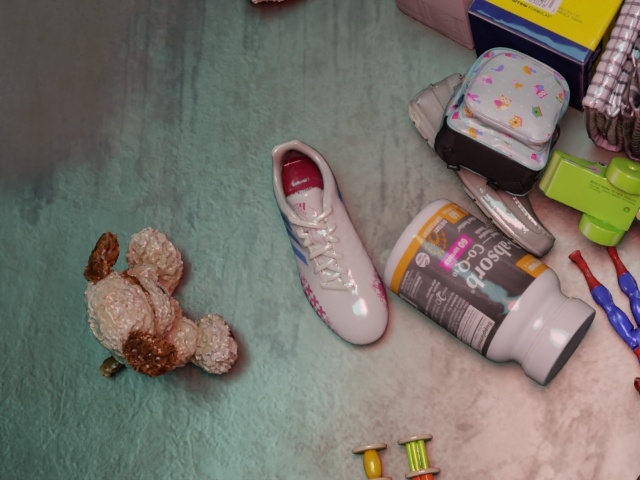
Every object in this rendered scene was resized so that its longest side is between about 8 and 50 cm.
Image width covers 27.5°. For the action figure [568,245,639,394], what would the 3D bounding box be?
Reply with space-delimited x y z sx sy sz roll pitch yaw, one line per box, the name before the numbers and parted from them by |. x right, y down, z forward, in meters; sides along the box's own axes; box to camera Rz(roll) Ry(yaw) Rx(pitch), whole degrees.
action figure | 0.445 0.121 1.829 0.091 0.139 0.280 -27 74 4

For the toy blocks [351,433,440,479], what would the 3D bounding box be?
toy blocks | 0.116 0.362 1.874 0.123 0.054 0.148 -12 74 9

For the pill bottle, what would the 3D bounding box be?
pill bottle | 0.241 0.075 1.866 0.278 0.162 0.162 35 85 18

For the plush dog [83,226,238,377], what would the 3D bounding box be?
plush dog | -0.276 0.114 1.931 0.211 0.225 0.262 -35 72 1

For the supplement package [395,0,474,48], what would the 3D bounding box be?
supplement package | 0.213 -0.436 1.983 0.149 0.203 0.194 32 85 18

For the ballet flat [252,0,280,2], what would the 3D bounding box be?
ballet flat | -0.071 -0.574 2.137 0.147 0.147 0.408 -1 78 12

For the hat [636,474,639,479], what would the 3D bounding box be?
hat | 0.575 0.382 1.732 0.331 0.134 0.331 -3 76 11

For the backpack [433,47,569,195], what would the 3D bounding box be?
backpack | 0.265 -0.185 1.852 0.166 0.144 0.188 25 52 3

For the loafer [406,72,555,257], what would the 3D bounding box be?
loafer | 0.253 -0.115 1.940 0.111 0.112 0.319 -39 71 9

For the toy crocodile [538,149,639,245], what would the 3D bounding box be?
toy crocodile | 0.477 -0.042 1.846 0.341 0.105 0.115 20 117 7

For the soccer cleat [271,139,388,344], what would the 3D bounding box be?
soccer cleat | 0.000 0.000 1.946 0.116 0.143 0.331 -25 72 5

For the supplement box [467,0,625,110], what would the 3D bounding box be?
supplement box | 0.394 -0.411 1.942 0.195 0.194 0.356 29 83 17

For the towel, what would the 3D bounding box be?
towel | 0.469 -0.248 1.833 0.121 0.284 0.235 22 87 15
